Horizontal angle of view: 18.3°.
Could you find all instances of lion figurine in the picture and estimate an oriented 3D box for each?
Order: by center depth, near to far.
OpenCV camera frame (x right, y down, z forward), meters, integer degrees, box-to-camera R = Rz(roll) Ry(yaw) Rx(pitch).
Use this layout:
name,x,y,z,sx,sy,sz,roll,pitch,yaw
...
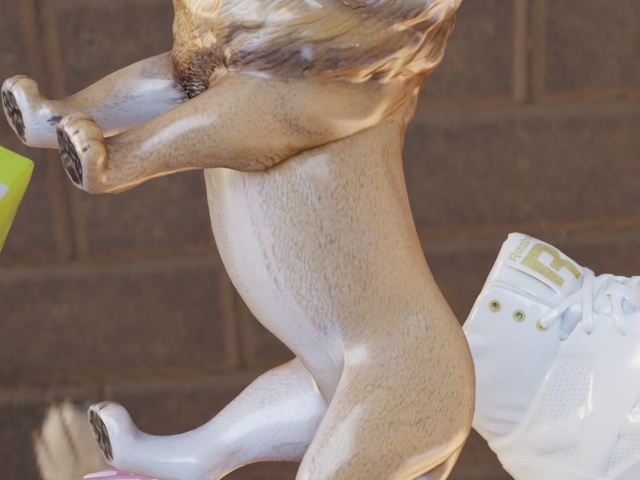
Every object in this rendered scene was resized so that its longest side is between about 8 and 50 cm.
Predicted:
name,x,y,z,sx,sy,sz,roll,pitch,yaw
lion figurine,0.000,0.000,0.950,0.240,0.142,0.392,-18,111,-23

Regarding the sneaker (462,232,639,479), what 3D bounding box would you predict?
name,x,y,z,sx,sy,sz,roll,pitch,yaw
sneaker,0.184,0.048,1.198,0.169,0.108,0.292,45,126,0

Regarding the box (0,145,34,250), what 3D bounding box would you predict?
name,x,y,z,sx,sy,sz,roll,pitch,yaw
box,-0.218,0.020,1.126,0.042,0.178,0.109,25,111,-1

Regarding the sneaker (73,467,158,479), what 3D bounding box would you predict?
name,x,y,z,sx,sy,sz,roll,pitch,yaw
sneaker,-0.151,0.243,1.326,0.095,0.236,0.105,-6,118,22
